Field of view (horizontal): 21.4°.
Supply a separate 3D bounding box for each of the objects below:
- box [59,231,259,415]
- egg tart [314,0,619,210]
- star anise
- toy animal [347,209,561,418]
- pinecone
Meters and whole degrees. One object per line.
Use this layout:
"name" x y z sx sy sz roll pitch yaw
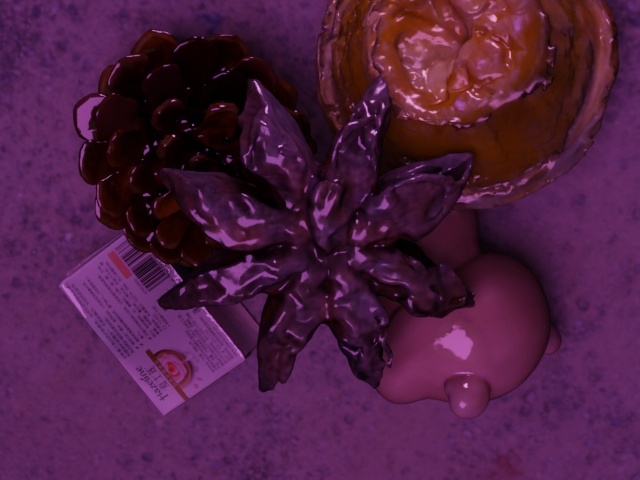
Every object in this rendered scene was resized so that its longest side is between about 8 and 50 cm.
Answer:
"box" -0.178 0.079 1.911 0.135 0.081 0.199 -35 94 25
"egg tart" 0.137 -0.179 1.652 0.315 0.120 0.315 -2 82 11
"star anise" -0.002 0.000 1.589 0.332 0.117 0.331 -1 100 -4
"toy animal" 0.124 0.049 1.750 0.229 0.210 0.221 10 113 38
"pinecone" -0.118 -0.088 1.746 0.264 0.264 0.264 5 110 15
